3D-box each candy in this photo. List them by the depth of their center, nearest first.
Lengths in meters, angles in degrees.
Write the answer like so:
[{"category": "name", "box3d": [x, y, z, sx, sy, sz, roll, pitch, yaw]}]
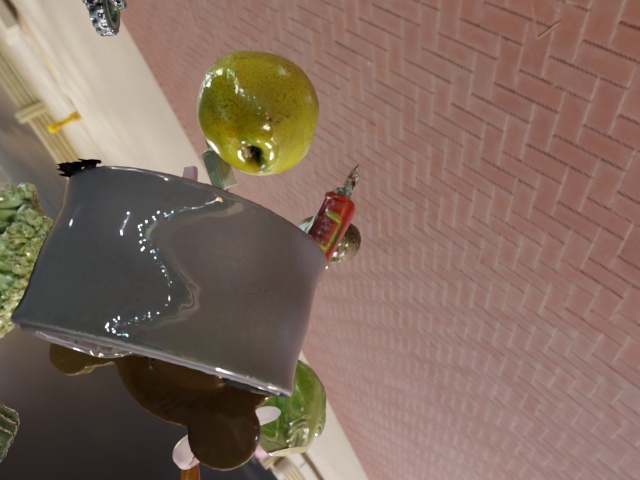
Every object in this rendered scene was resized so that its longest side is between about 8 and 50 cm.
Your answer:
[{"category": "candy", "box3d": [0.001, 0.000, 0.883, 0.059, 0.292, 0.086, 26, 170, 4]}]

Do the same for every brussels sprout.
[{"category": "brussels sprout", "box3d": [-0.092, 0.430, 1.423, 0.244, 0.244, 0.244, 44, 157, 23]}]

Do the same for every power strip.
[{"category": "power strip", "box3d": [-0.280, -0.212, 1.457, 0.075, 0.042, 0.175, -5, 106, 54]}]

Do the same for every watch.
[{"category": "watch", "box3d": [-0.173, 0.062, 0.592, 0.335, 0.314, 0.327, 13, 159, 8]}]

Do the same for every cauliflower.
[{"category": "cauliflower", "box3d": [-0.660, 0.029, 1.072, 0.281, 0.327, 0.260, 21, 157, -26]}]

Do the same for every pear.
[{"category": "pear", "box3d": [-0.138, -0.284, 1.230, 0.294, 0.294, 0.294, 44, 157, 23]}]

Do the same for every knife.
[{"category": "knife", "box3d": [-0.175, 0.386, 1.132, 0.043, 0.081, 0.336, 36, -163, 23]}]

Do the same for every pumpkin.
[{"category": "pumpkin", "box3d": [0.018, 0.011, 1.757, 0.219, 0.219, 0.162, 166, 113, -68]}]

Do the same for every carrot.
[{"category": "carrot", "box3d": [-0.260, 0.465, 1.092, 0.048, 0.048, 0.216, 80, 178, -50]}]

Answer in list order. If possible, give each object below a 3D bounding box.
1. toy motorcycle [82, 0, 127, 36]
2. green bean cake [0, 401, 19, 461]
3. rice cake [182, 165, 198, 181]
[{"category": "toy motorcycle", "box3d": [-0.427, -0.559, 0.963, 0.410, 0.169, 0.237, 107, 162, -74]}, {"category": "green bean cake", "box3d": [-0.602, 0.364, 0.764, 0.169, 0.308, 0.300, 46, 164, -18]}, {"category": "rice cake", "box3d": [-0.373, -0.131, 1.545, 0.036, 0.047, 0.206, 65, -164, -51]}]
